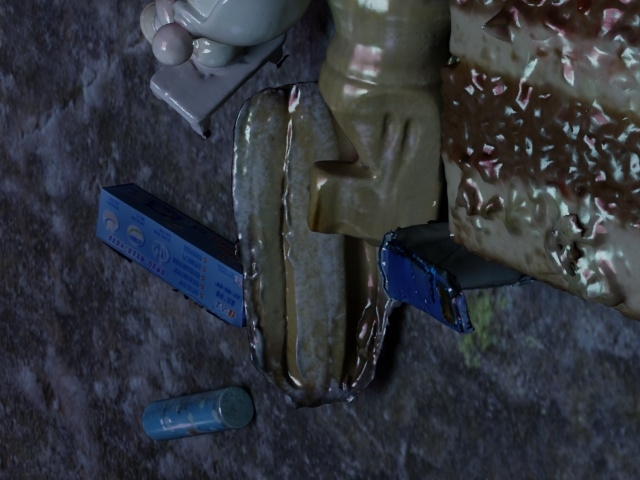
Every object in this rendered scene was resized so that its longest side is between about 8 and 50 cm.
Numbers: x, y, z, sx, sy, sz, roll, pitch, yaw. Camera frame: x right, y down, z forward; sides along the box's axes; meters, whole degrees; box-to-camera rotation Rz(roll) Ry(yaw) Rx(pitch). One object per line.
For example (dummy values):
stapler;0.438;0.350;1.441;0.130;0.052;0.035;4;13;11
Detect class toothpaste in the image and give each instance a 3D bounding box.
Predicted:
toothpaste;-0.146;0.015;2.115;0.272;0.053;0.066;30;118;44

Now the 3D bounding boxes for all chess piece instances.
chess piece;0.061;-0.129;1.764;0.137;0.137;0.301;28;125;44

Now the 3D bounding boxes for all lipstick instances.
lipstick;-0.136;0.191;2.157;0.158;0.048;0.048;-15;89;52

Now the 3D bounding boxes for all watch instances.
watch;0.196;0.019;1.619;0.274;0.276;0.068;-163;70;-76

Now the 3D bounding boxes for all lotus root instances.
lotus root;0.000;0.001;1.887;0.078;0.167;0.329;-79;-10;-72

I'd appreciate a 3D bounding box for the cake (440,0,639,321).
cake;0.254;-0.104;1.399;0.255;0.282;0.290;26;123;48

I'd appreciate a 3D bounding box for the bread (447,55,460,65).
bread;0.173;-0.148;1.659;0.156;0.064;0.117;53;132;28

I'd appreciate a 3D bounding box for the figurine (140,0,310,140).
figurine;-0.079;-0.211;1.744;0.145;0.182;0.257;61;159;12
